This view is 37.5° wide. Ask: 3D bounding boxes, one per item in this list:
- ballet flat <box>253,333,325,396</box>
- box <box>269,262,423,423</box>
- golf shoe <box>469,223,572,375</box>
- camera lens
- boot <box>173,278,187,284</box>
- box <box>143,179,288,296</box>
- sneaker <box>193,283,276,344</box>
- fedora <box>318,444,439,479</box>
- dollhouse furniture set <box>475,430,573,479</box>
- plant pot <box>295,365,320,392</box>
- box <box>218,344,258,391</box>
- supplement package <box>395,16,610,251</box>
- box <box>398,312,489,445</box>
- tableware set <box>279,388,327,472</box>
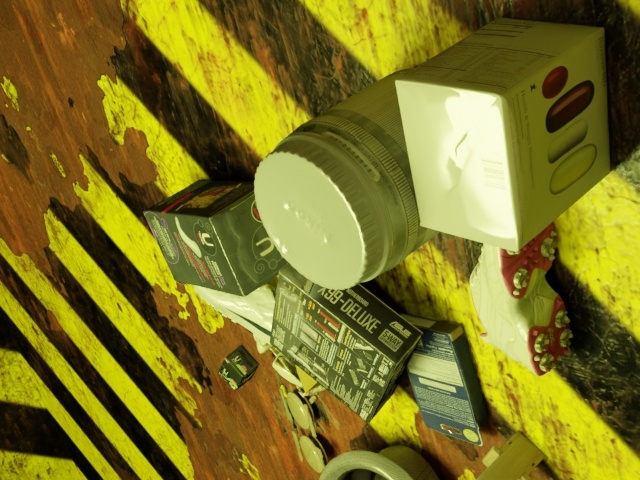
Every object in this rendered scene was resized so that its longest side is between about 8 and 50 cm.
[{"bbox_3d":[-0.078,0.216,1.888,0.241,0.077,0.091,44,146,18],"label":"ballet flat"},{"bbox_3d":[0.032,0.169,1.617,0.242,0.076,0.307,38,154,14],"label":"box"},{"bbox_3d":[0.252,0.046,1.298,0.140,0.115,0.306,17,130,48],"label":"golf shoe"},{"bbox_3d":[0.078,-0.086,1.249,0.219,0.274,0.219,32,140,32],"label":"camera lens"},{"bbox_3d":[-0.289,0.046,2.043,0.106,0.037,0.114,12,132,30],"label":"boot"},{"bbox_3d":[-0.186,-0.011,1.752,0.270,0.143,0.165,8,126,54],"label":"box"},{"bbox_3d":[-0.139,0.115,1.842,0.235,0.090,0.094,29,102,10],"label":"sneaker"},{"bbox_3d":[0.132,0.486,1.813,0.243,0.124,0.275,47,137,9],"label":"fedora"},{"bbox_3d":[0.324,0.542,1.578,0.303,0.174,0.355,44,145,18],"label":"dollhouse furniture set"},{"bbox_3d":[-0.004,0.229,1.808,0.083,0.082,0.081,59,148,14],"label":"plant pot"},{"bbox_3d":[-0.184,0.286,2.104,0.062,0.052,0.083,46,145,12],"label":"box"},{"bbox_3d":[0.219,-0.130,1.099,0.149,0.203,0.194,18,132,42],"label":"supplement package"},{"bbox_3d":[0.204,0.232,1.583,0.136,0.036,0.225,9,124,49],"label":"box"},{"bbox_3d":[-0.021,0.406,2.020,0.128,0.039,0.194,17,126,59],"label":"tableware set"}]
